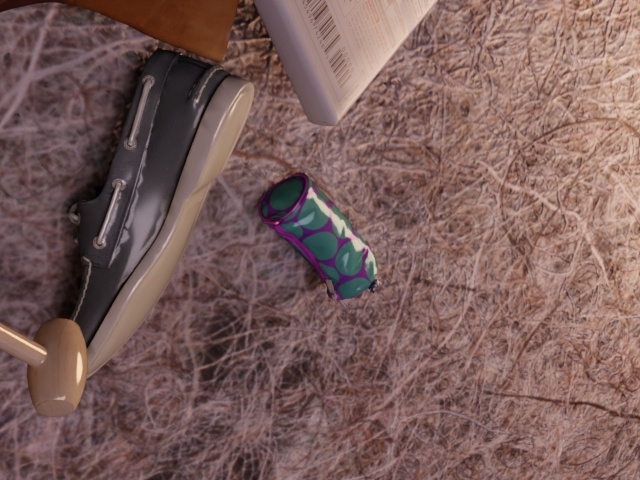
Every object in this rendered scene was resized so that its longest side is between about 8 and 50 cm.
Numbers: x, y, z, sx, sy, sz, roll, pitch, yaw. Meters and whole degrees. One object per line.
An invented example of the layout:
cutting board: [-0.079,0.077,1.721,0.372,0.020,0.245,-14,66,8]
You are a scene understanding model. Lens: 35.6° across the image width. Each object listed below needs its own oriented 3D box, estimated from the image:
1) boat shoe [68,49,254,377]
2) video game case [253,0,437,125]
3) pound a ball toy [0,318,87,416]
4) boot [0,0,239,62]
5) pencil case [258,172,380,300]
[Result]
boat shoe: [-0.171,-0.022,0.908,0.099,0.116,0.319,30,103,5]
video game case: [0.022,-0.316,0.839,0.300,0.036,0.329,-53,135,-28]
pound a ball toy: [-0.345,0.026,0.749,0.208,0.136,0.319,-23,130,21]
boot: [-0.206,-0.189,0.785,0.280,0.096,0.264,9,106,-34]
pencil case: [0.000,0.000,1.028,0.152,0.064,0.070,49,56,-37]
